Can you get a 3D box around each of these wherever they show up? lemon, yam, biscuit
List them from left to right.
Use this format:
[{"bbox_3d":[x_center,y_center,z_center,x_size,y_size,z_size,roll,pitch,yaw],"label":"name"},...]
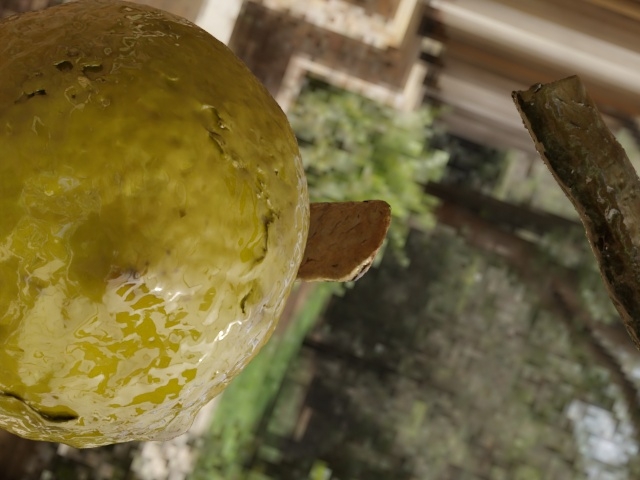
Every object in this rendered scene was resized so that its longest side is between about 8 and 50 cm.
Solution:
[{"bbox_3d":[-0.184,-0.019,1.425,0.387,0.349,0.350,-131,-121,-67],"label":"lemon"},{"bbox_3d":[0.000,0.000,2.197,0.247,0.029,0.118,-2,-123,55],"label":"biscuit"},{"bbox_3d":[0.216,-0.006,1.304,0.061,0.253,0.061,-27,-178,1],"label":"yam"}]
